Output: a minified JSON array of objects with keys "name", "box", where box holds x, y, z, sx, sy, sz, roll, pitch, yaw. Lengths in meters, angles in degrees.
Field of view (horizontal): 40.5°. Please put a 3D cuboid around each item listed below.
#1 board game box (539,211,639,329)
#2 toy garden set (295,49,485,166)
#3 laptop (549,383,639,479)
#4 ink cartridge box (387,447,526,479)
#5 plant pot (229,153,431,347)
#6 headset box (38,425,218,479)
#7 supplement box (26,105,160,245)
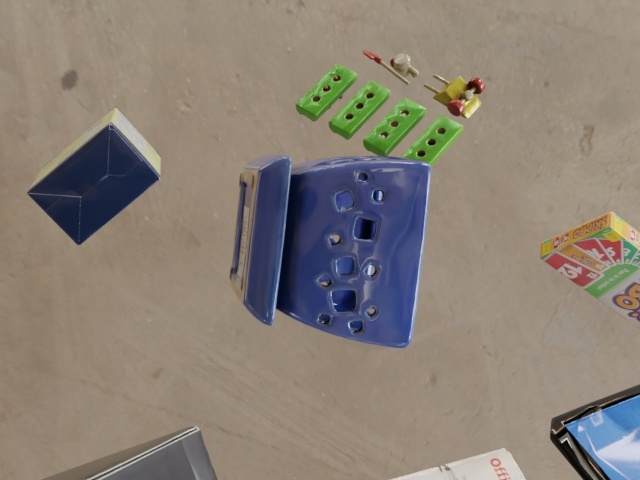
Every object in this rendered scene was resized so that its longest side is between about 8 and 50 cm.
[{"name":"board game box","box":[0.440,0.058,1.206,0.259,0.124,0.039,31,55,-22]},{"name":"toy garden set","box":[0.120,-0.213,1.377,0.244,0.049,0.204,32,66,25]},{"name":"laptop","box":[0.287,0.105,0.397,0.264,0.136,0.234,-39,60,3]},{"name":"ink cartridge box","box":[0.170,0.394,1.147,0.237,0.100,0.172,-14,34,-8]},{"name":"plant pot","box":[0.000,0.000,1.122,0.212,0.236,0.236,5,95,-13]},{"name":"headset box","box":[-0.142,0.244,0.383,0.246,0.131,0.283,-23,84,15]},{"name":"supplement box","box":[-0.174,-0.053,0.679,0.083,0.083,0.056,-38,110,4]}]
